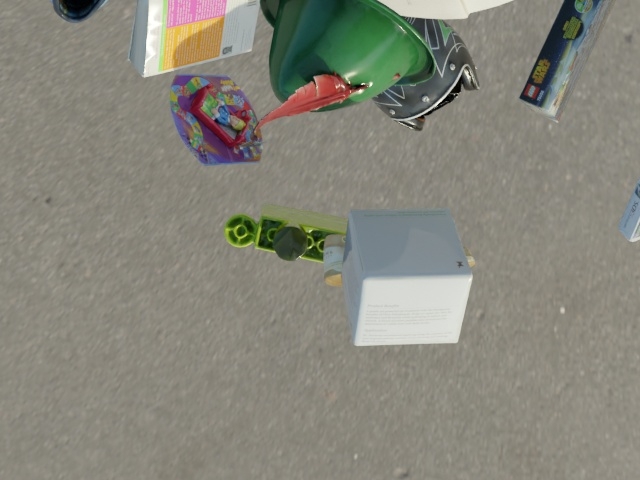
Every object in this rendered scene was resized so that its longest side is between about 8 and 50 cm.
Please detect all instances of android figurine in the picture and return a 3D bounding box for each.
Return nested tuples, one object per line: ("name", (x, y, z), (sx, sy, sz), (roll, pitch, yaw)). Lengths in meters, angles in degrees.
("android figurine", (0.000, 0.000, 1.510), (0.248, 0.273, 0.056), (11, 95, -5))

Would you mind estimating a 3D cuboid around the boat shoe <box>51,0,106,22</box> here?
("boat shoe", (-0.130, -0.224, 0.802), (0.109, 0.258, 0.089), (9, 73, -15))

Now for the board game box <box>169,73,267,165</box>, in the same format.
("board game box", (-0.129, -0.170, 1.585), (0.033, 0.169, 0.133), (-25, 79, 36))

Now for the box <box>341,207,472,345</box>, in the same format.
("box", (0.076, 0.033, 1.087), (0.101, 0.102, 0.087), (-1, 131, -8))

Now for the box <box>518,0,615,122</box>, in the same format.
("box", (0.194, -0.160, 0.890), (0.027, 0.094, 0.137), (26, 97, 15))

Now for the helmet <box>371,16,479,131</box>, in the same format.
("helmet", (0.137, -0.246, 1.685), (0.169, 0.161, 0.169), (-6, 77, 28))

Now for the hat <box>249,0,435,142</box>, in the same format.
("hat", (-0.013, -0.122, 1.074), (0.173, 0.183, 0.208), (6, 159, 46))

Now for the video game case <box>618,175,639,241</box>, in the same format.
("video game case", (0.321, -0.090, 0.875), (0.190, 0.022, 0.173), (-23, 147, -21))

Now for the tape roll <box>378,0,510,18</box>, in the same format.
("tape roll", (0.134, -0.418, 1.230), (0.392, 0.072, 0.392), (-5, 71, 15))

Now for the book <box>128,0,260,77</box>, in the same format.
("book", (-0.130, -0.235, 1.257), (0.035, 0.144, 0.096), (47, 139, 32))

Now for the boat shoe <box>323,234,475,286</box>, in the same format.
("boat shoe", (0.083, 0.012, 1.254), (0.170, 0.063, 0.059), (-2, 72, -20))
